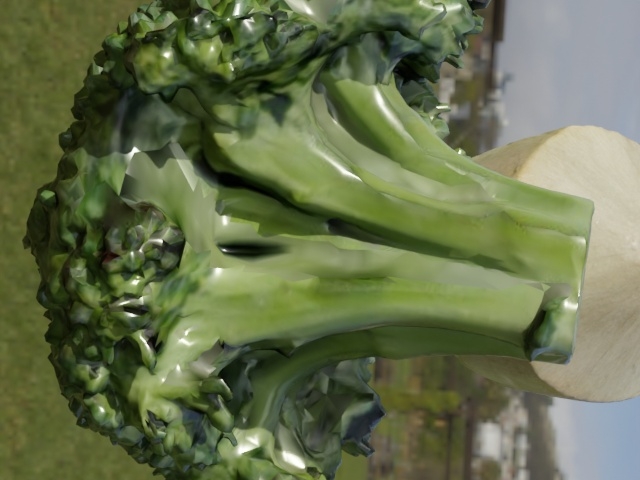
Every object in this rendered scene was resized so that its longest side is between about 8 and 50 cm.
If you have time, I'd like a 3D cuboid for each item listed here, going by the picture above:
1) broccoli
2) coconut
[{"bbox_3d":[-0.011,-0.012,0.670,0.288,0.260,0.235,84,-5,-48],"label":"broccoli"},{"bbox_3d":[0.266,0.024,1.473,0.329,0.329,0.328,3,90,-85],"label":"coconut"}]
